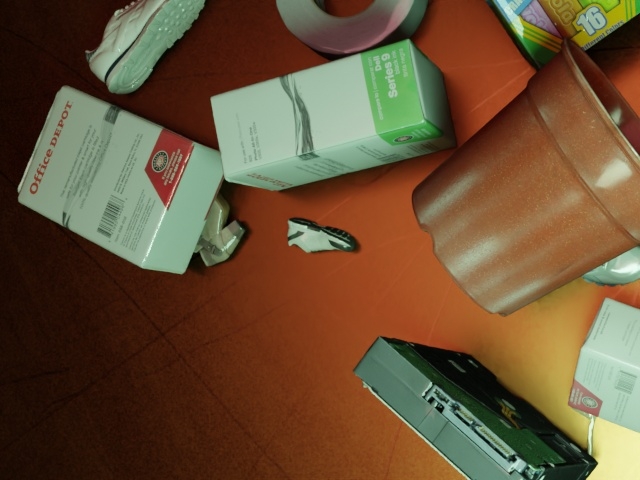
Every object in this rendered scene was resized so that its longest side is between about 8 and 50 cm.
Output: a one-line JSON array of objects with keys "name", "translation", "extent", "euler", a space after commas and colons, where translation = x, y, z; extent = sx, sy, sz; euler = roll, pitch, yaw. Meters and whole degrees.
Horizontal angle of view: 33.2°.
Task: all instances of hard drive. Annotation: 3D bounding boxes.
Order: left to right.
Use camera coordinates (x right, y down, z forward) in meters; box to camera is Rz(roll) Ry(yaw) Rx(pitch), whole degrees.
[{"name": "hard drive", "translation": [0.200, 0.223, 1.324], "extent": [0.237, 0.339, 0.064], "euler": [40, 98, 26]}]

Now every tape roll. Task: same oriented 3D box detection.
[{"name": "tape roll", "translation": [0.046, -0.372, 1.570], "extent": [0.219, 0.072, 0.219], "euler": [-1, 86, 17]}]

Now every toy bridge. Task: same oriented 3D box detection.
[{"name": "toy bridge", "translation": [0.328, 0.310, 1.458], "extent": [0.063, 0.026, 0.188], "euler": [31, 95, 17]}]

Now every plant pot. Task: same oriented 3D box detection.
[{"name": "plant pot", "translation": [0.272, -0.059, 1.315], "extent": [0.265, 0.272, 0.272], "euler": [-36, 76, 22]}]

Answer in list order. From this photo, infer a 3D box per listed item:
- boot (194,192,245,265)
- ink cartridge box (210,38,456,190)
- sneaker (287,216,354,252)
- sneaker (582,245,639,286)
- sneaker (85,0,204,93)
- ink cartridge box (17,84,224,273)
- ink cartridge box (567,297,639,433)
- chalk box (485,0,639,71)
[{"name": "boot", "translation": [-0.172, -0.023, 1.636], "extent": [0.087, 0.042, 0.118], "euler": [-39, 76, 14]}, {"name": "ink cartridge box", "translation": [0.021, -0.165, 1.491], "extent": [0.289, 0.211, 0.122], "euler": [-13, 83, 17]}, {"name": "sneaker", "translation": [0.000, 0.000, 1.584], "extent": [0.109, 0.040, 0.044], "euler": [18, 109, 22]}, {"name": "sneaker", "translation": [0.345, 0.019, 1.442], "extent": [0.190, 0.083, 0.071], "euler": [9, 88, 17]}, {"name": "sneaker", "translation": [-0.273, -0.340, 1.669], "extent": [0.235, 0.090, 0.095], "euler": [-45, 65, 9]}, {"name": "ink cartridge box", "translation": [-0.299, -0.094, 1.623], "extent": [0.272, 0.114, 0.197], "euler": [25, 94, 27]}, {"name": "ink cartridge box", "translation": [0.438, 0.180, 1.354], "extent": [0.217, 0.159, 0.092], "euler": [22, 59, 19]}, {"name": "chalk box", "translation": [0.270, -0.387, 1.384], "extent": [0.179, 0.180, 0.289], "euler": [-35, 104, 13]}]
